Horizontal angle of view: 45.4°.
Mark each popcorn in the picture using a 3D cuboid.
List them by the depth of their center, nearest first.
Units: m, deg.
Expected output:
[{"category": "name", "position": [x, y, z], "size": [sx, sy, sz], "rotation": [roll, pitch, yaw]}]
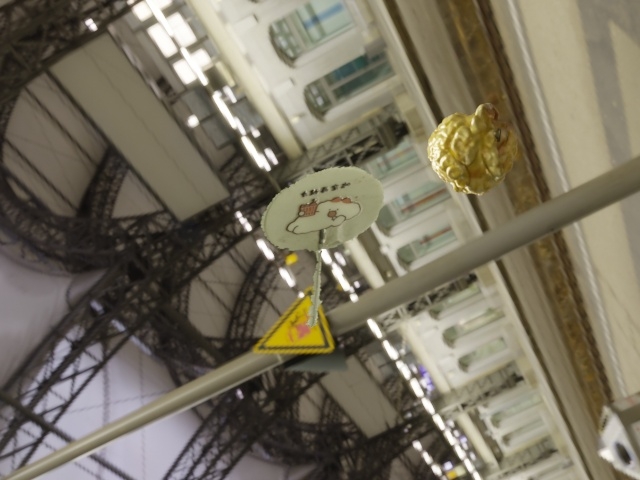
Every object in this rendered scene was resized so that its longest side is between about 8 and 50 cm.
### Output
[{"category": "popcorn", "position": [0.281, -0.168, 1.407], "size": [0.170, 0.180, 0.180], "rotation": [-1, 126, 50]}]

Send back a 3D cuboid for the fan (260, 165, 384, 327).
[{"category": "fan", "position": [0.000, 0.001, 1.082], "size": [0.329, 0.191, 0.009], "rotation": [-87, -18, -48]}]
